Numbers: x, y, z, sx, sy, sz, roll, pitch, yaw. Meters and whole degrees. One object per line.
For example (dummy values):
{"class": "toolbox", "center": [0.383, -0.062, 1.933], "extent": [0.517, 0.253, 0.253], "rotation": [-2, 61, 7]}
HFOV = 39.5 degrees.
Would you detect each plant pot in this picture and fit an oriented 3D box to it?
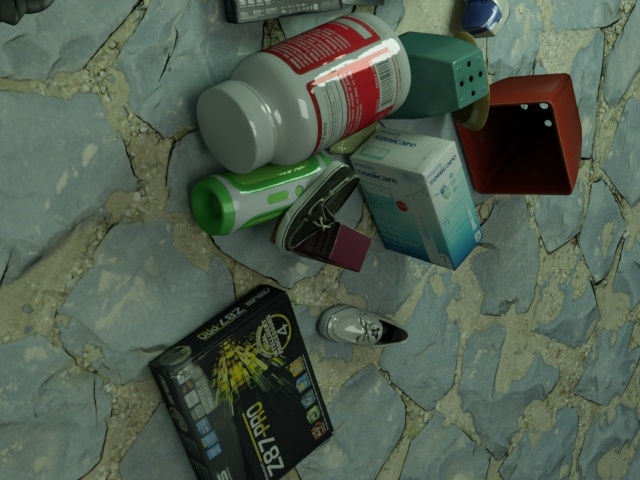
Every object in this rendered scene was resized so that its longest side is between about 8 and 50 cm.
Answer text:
{"class": "plant pot", "center": [0.247, -0.369, 2.002], "extent": [0.165, 0.234, 0.166], "rotation": [-30, 118, -34]}
{"class": "plant pot", "center": [0.336, -0.373, 2.108], "extent": [0.032, 0.236, 0.236], "rotation": [-12, 110, -12]}
{"class": "plant pot", "center": [0.533, -0.293, 2.288], "extent": [0.236, 0.267, 0.267], "rotation": [-50, 130, -38]}

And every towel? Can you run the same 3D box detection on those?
{"class": "towel", "center": [0.074, -0.246, 2.012], "extent": [0.148, 0.027, 0.110], "rotation": [-7, 105, -42]}

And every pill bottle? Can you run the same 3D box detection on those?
{"class": "pill bottle", "center": [-0.032, -0.288, 1.764], "extent": [0.407, 0.229, 0.229], "rotation": [-31, 119, -34]}

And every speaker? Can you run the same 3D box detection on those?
{"class": "speaker", "center": [-0.111, -0.100, 1.804], "extent": [0.296, 0.131, 0.131], "rotation": [-20, 113, -39]}

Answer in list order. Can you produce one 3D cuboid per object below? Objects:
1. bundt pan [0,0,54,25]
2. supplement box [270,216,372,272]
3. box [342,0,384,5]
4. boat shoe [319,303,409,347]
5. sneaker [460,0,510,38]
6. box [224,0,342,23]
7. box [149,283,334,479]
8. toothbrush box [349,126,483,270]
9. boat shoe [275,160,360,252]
{"class": "bundt pan", "center": [-0.492, -0.461, 1.307], "extent": [0.331, 0.124, 0.331], "rotation": [-22, 130, -28]}
{"class": "supplement box", "center": [0.000, 0.000, 1.888], "extent": [0.104, 0.188, 0.081], "rotation": [25, 83, -43]}
{"class": "box", "center": [0.041, -0.591, 1.881], "extent": [0.231, 0.056, 0.183], "rotation": [-12, 109, -41]}
{"class": "boat shoe", "center": [0.110, 0.206, 2.110], "extent": [0.258, 0.084, 0.095], "rotation": [5, 96, -44]}
{"class": "sneaker", "center": [0.389, -0.655, 2.158], "extent": [0.182, 0.127, 0.315], "rotation": [37, 67, -38]}
{"class": "box", "center": [-0.078, -0.529, 1.738], "extent": [0.232, 0.059, 0.183], "rotation": [-14, 111, -20]}
{"class": "box", "center": [-0.155, 0.337, 1.887], "extent": [0.318, 0.097, 0.395], "rotation": [-32, 120, -30]}
{"class": "toothbrush box", "center": [0.223, -0.097, 2.037], "extent": [0.126, 0.216, 0.295], "rotation": [-46, 134, -26]}
{"class": "boat shoe", "center": [-0.006, -0.058, 1.787], "extent": [0.219, 0.070, 0.078], "rotation": [-53, 147, 3]}
